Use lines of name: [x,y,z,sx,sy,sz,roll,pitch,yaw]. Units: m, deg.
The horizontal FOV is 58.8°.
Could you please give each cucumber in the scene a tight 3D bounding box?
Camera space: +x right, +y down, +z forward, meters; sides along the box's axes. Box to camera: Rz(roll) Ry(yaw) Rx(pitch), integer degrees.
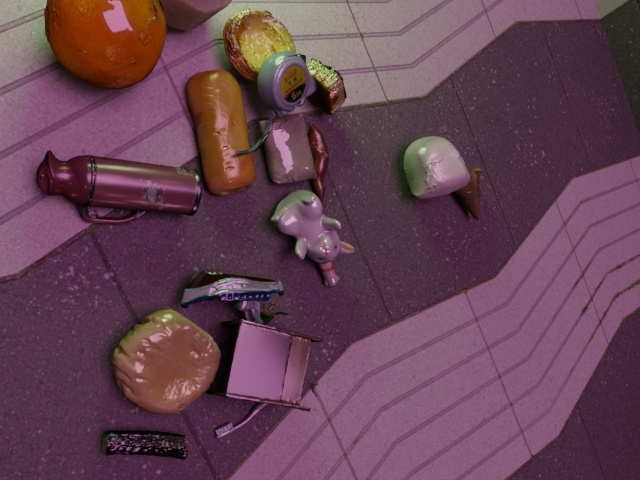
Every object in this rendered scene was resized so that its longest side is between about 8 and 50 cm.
cucumber: [-0.376,0.438,1.226,0.187,0.058,0.058,18,74,-33]

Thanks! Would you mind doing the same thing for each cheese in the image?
cheese: [0.350,-0.231,1.766,0.198,0.154,0.189,-19,95,-24]
cheese: [-0.335,0.270,1.245,0.214,0.117,0.226,-49,116,-23]

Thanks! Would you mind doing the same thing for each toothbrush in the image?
toothbrush: [-0.145,0.414,1.412,0.269,0.021,0.027,-24,103,-35]

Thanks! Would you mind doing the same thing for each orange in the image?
orange: [-0.442,-0.442,1.188,0.246,0.246,0.246,5,80,-34]

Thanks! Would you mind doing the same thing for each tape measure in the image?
tape measure: [-0.142,-0.341,1.404,0.330,0.084,0.164,-47,133,-26]

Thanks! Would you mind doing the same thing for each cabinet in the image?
cabinet: [-0.134,0.298,1.353,0.215,0.148,0.174,17,72,-26]

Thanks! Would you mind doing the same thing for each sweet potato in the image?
sweet potato: [-0.005,-0.217,1.577,0.068,0.068,0.226,-14,102,-36]

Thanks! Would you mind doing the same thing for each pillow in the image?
pillow: [-0.087,-0.239,1.511,0.134,0.078,0.181,-17,96,-32]

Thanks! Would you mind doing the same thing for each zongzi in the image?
zongzi: [0.465,-0.162,1.890,0.160,0.078,0.176,4,84,-29]

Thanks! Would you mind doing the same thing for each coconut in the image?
coconut: [-0.304,-0.624,1.297,0.237,0.266,0.237,13,70,-39]

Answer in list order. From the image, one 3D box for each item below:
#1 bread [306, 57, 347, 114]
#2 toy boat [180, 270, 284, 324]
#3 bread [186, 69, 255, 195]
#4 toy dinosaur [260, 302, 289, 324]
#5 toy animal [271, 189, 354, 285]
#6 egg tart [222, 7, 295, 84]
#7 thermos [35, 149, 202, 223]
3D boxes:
bread: [0.004,-0.427,1.570,0.128,0.140,0.069,39,76,22]
toy boat: [-0.205,0.140,1.353,0.262,0.114,0.115,10,83,-32]
bread: [-0.238,-0.268,1.403,0.142,0.091,0.305,-11,89,-30]
toy dinosaur: [-0.134,0.189,1.454,0.120,0.029,0.060,14,91,-39]
toy animal: [-0.003,-0.003,1.495,0.141,0.138,0.282,-35,101,3]
egg tart: [-0.165,-0.500,1.484,0.213,0.090,0.212,4,83,-36]
thermos: [-0.440,-0.114,1.239,0.330,0.136,0.109,4,53,-35]
